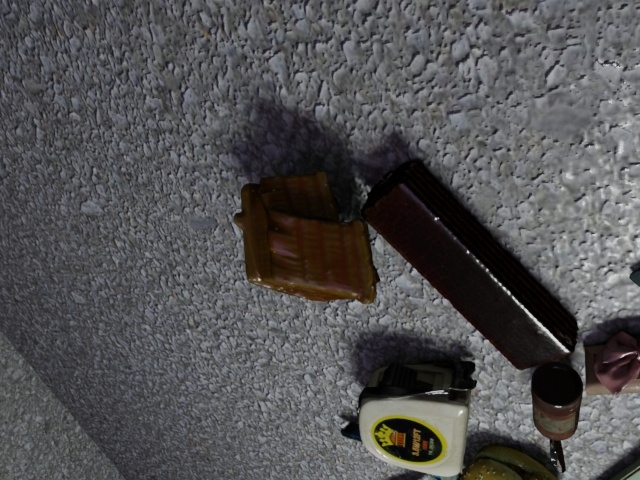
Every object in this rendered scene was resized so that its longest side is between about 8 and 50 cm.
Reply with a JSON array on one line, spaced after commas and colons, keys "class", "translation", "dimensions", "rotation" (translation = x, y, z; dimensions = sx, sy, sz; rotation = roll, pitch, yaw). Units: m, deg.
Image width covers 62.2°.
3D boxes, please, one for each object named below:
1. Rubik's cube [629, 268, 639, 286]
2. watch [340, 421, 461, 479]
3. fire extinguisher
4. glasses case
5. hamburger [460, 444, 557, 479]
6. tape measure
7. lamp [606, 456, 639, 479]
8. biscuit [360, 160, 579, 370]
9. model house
[{"class": "Rubik's cube", "translation": [0.501, 0.037, 0.638], "dimensions": [0.234, 0.284, 0.250], "rotation": [16, 111, 50]}, {"class": "watch", "translation": [0.211, 0.556, 1.257], "dimensions": [0.275, 0.068, 0.276], "rotation": [-9, 122, 45]}, {"class": "fire extinguisher", "translation": [0.390, 0.305, 0.895], "dimensions": [0.075, 0.106, 0.252], "rotation": [15, 149, 31]}, {"class": "glasses case", "translation": [0.465, 0.174, 0.758], "dimensions": [0.193, 0.102, 0.070], "rotation": [-21, 107, 43]}, {"class": "hamburger", "translation": [0.382, 0.520, 1.083], "dimensions": [0.189, 0.122, 0.215], "rotation": [38, 138, 23]}, {"class": "tape measure", "translation": [0.181, 0.329, 1.060], "dimensions": [0.232, 0.133, 0.271], "rotation": [8, 129, 17]}, {"class": "lamp", "translation": [0.646, 0.488, 0.904], "dimensions": [0.269, 0.047, 0.266], "rotation": [36, 141, 23]}, {"class": "biscuit", "translation": [0.228, 0.044, 0.819], "dimensions": [0.388, 0.073, 0.107], "rotation": [44, 136, -7]}, {"class": "model house", "translation": [-0.001, 0.000, 0.846], "dimensions": [0.229, 0.220, 0.199], "rotation": [-6, 80, 50]}]
